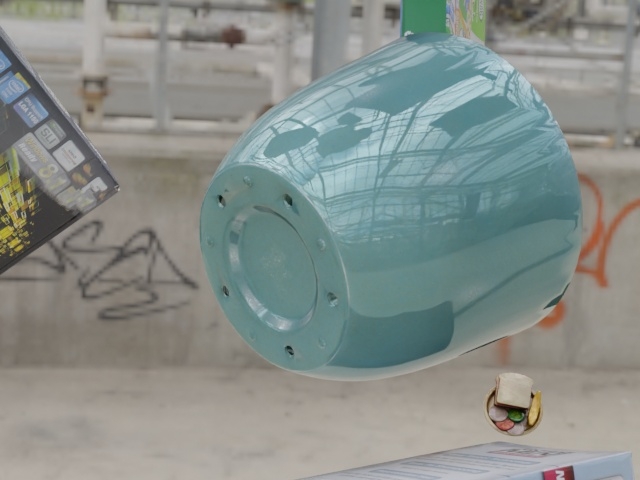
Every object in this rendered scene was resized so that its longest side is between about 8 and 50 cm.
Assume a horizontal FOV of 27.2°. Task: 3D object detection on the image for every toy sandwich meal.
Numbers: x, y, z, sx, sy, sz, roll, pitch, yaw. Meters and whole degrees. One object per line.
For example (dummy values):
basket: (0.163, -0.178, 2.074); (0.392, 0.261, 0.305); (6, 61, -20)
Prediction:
toy sandwich meal: (0.249, 0.210, 1.698); (0.085, 0.086, 0.029); (3, -34, 2)

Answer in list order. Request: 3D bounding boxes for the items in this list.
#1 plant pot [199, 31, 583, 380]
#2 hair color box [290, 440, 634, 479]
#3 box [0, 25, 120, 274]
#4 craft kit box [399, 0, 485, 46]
plant pot: (0.040, -0.011, 1.149); (0.235, 0.293, 0.293); (-25, 25, -39)
hair color box: (0.051, 0.244, 1.046); (0.374, 0.114, 0.185); (-6, -2, -29)
box: (-0.458, -0.117, 1.443); (0.318, 0.395, 0.097); (-36, 36, -3)
craft kit box: (0.134, -0.196, 1.434); (0.060, 0.250, 0.246); (1, -2, 13)
